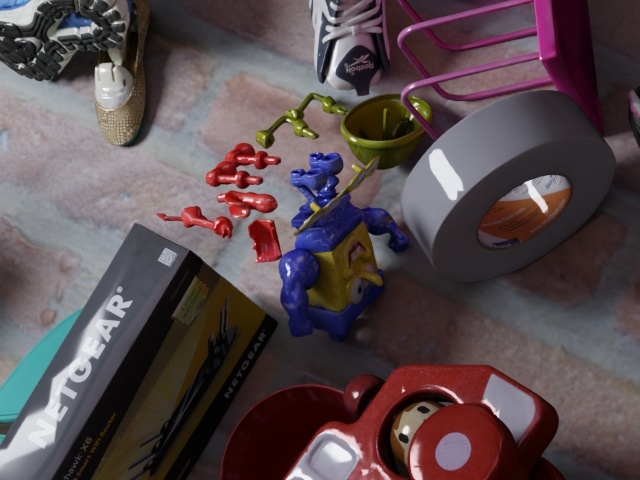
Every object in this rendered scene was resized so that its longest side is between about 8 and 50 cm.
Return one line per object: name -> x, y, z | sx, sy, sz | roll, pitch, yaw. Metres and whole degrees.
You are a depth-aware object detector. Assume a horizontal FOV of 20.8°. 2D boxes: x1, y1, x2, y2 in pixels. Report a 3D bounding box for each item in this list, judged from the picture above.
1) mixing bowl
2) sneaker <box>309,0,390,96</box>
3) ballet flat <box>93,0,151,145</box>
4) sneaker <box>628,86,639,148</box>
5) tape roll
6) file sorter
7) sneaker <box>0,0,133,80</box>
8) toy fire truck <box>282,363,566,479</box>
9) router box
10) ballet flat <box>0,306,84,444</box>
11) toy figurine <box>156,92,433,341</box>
mixing bowl -> -0.004, 0.251, 1.827 | 0.181, 0.098, 0.181 | -5, 70, 15
sneaker -> 0.039, -0.245, 1.954 | 0.094, 0.235, 0.153 | -8, 76, -14
ballet flat -> -0.251, -0.219, 2.138 | 0.073, 0.067, 0.206 | -8, 67, 19
sneaker -> 0.394, -0.096, 1.837 | 0.077, 0.072, 0.178 | -32, 68, -6
tape roll -> 0.194, -0.054, 1.805 | 0.219, 0.219, 0.072 | -34, 59, 6
file sorter -> 0.185, -0.265, 1.905 | 0.182, 0.202, 0.290 | -11, 66, 19
sneaker -> -0.319, -0.296, 2.136 | 0.330, 0.130, 0.147 | -7, 51, 47
toy fire truck -> 0.077, 0.244, 1.679 | 0.254, 0.169, 0.302 | 30, 83, 40
router box -> -0.195, 0.165, 1.861 | 0.081, 0.243, 0.309 | 26, 82, 29
ballet flat -> -0.321, 0.238, 1.926 | 0.139, 0.139, 0.400 | 11, 44, 25
toy figurine -> 0.000, 0.000, 1.913 | 0.191, 0.217, 0.362 | 2, 27, 28
